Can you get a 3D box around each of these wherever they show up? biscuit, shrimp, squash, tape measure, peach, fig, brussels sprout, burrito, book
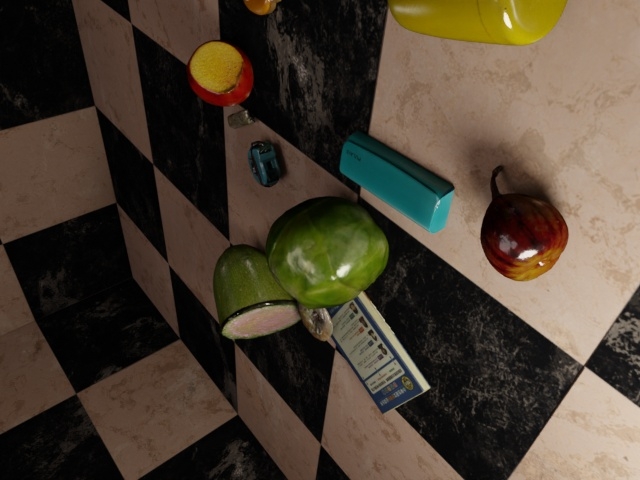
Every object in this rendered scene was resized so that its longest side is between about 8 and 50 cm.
[{"bbox_3d":[-0.159,-0.653,1.392,0.170,0.050,0.170,37,141,37],"label":"biscuit"},{"bbox_3d":[-0.013,0.206,1.741,0.164,0.062,0.317,37,144,33],"label":"shrimp"},{"bbox_3d":[-0.236,0.155,1.957,0.310,0.310,0.309,118,141,-54],"label":"squash"},{"bbox_3d":[-0.175,-0.237,1.701,0.125,0.080,0.146,20,129,63],"label":"tape measure"},{"bbox_3d":[-0.288,-0.479,1.587,0.192,0.190,0.190,-143,37,-62],"label":"peach"},{"bbox_3d":[0.353,-0.021,0.997,0.202,0.148,0.149,49,-178,0],"label":"fig"},{"bbox_3d":[0.006,0.028,1.442,0.281,0.289,0.354,52,172,-2],"label":"brussels sprout"},{"bbox_3d":[-0.253,-0.385,1.744,0.171,0.042,0.051,4,126,57],"label":"burrito"},{"bbox_3d":[0.134,0.313,1.688,0.428,0.039,0.300,55,148,14],"label":"book"}]

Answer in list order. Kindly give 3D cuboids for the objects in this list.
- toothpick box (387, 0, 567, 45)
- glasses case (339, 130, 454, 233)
[{"bbox_3d":[0.234,-0.405,0.874,0.271,0.174,0.175,28,134,50],"label":"toothpick box"},{"bbox_3d":[0.167,-0.138,1.276,0.301,0.070,0.117,40,141,36],"label":"glasses case"}]
